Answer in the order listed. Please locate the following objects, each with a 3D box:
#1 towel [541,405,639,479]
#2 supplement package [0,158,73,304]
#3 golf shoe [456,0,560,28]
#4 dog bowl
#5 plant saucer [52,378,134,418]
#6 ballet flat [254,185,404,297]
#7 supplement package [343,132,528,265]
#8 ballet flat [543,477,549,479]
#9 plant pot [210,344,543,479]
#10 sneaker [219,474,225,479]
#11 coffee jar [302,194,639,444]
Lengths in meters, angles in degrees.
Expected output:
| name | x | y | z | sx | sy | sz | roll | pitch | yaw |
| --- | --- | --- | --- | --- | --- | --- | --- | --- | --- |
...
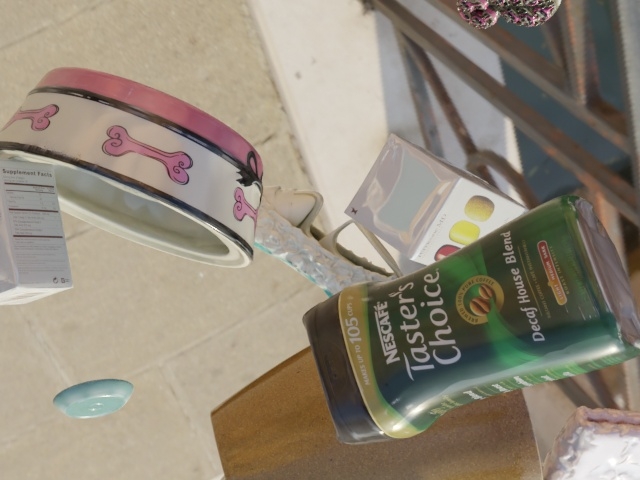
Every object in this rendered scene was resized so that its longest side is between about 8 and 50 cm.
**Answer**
| name | x | y | z | sx | sy | sz | roll | pitch | yaw |
| --- | --- | --- | --- | --- | --- | --- | --- | --- | --- |
| towel | 0.383 | 0.332 | 1.386 | 0.317 | 0.053 | 0.331 | 6 | 127 | -17 |
| supplement package | -0.421 | -0.010 | 1.539 | 0.105 | 0.179 | 0.105 | -19 | 169 | 33 |
| golf shoe | 0.259 | -0.332 | 1.507 | 0.086 | 0.186 | 0.067 | -48 | 117 | -13 |
| dog bowl | -0.263 | -0.106 | 1.631 | 0.408 | 0.408 | 0.150 | 31 | 74 | -36 |
| plant saucer | -0.333 | 0.237 | 1.674 | 0.119 | 0.021 | 0.119 | -12 | 154 | -6 |
| ballet flat | 0.000 | 0.000 | 1.844 | 0.147 | 0.409 | 0.147 | -51 | 171 | -11 |
| supplement package | 0.171 | -0.041 | 1.638 | 0.244 | 0.134 | 0.139 | 16 | 107 | -56 |
| ballet flat | 0.184 | 0.332 | 1.223 | 0.213 | 0.072 | 0.068 | -40 | 164 | -30 |
| plant pot | 0.038 | 0.176 | 1.016 | 0.255 | 0.237 | 0.237 | -15 | 125 | -7 |
| sneaker | -0.076 | 0.244 | 1.222 | 0.191 | 0.071 | 0.082 | -28 | 107 | -50 |
| coffee jar | 0.082 | 0.050 | 0.648 | 0.184 | 0.096 | 0.079 | -25 | 161 | 23 |
